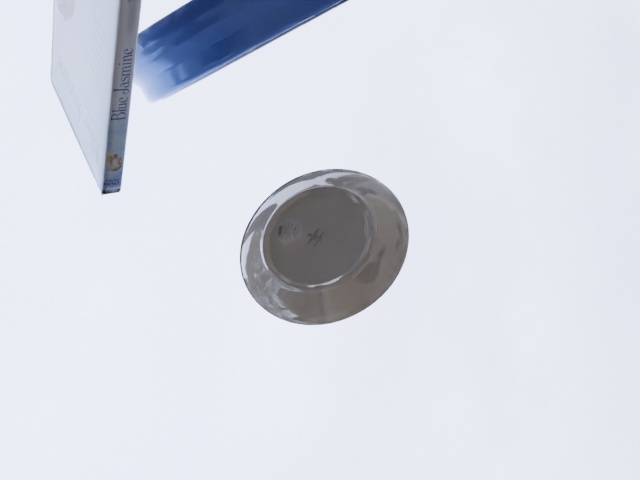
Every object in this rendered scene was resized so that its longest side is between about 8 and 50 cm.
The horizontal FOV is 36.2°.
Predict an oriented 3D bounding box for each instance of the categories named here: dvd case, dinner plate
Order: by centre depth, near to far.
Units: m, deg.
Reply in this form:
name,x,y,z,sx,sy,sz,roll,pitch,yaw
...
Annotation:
name,x,y,z,sx,sy,sz,roll,pitch,yaw
dinner plate,0.000,0.000,0.780,0.017,0.141,0.141,58,-141,-56
dvd case,-0.207,-0.192,0.881,0.022,0.253,0.180,-12,-130,-27

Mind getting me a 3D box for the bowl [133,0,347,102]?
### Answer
name,x,y,z,sx,sy,sz,roll,pitch,yaw
bowl,-0.056,-0.277,1.153,0.391,0.391,0.077,-41,-74,-46
